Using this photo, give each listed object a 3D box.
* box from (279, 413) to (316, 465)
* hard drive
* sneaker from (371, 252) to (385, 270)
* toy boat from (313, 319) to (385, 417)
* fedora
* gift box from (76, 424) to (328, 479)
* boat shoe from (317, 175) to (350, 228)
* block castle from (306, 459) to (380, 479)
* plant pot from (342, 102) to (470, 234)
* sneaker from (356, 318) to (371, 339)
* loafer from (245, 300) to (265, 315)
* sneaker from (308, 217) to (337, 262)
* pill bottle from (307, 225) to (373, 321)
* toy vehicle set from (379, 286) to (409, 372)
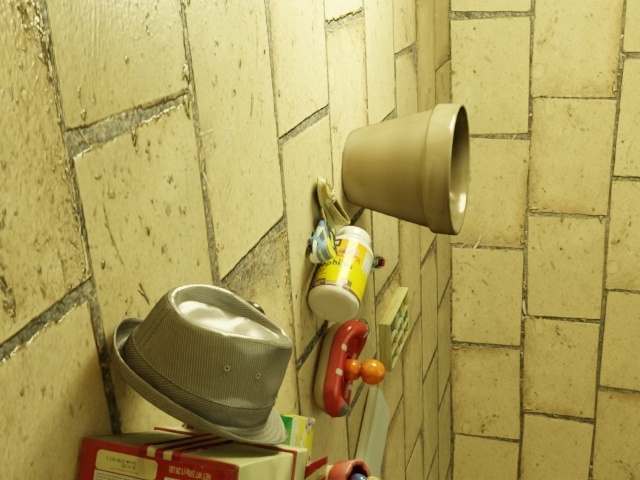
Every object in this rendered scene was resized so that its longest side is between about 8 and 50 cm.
[{"bbox_3d":[-0.052,0.422,1.744,0.179,0.043,0.105,38,57,-66],"label":"box"},{"bbox_3d":[0.145,0.608,2.402,0.203,0.040,0.307,69,29,-52],"label":"hard drive"},{"bbox_3d":[0.141,0.065,2.222,0.161,0.075,0.057,27,68,-71],"label":"sneaker"},{"bbox_3d":[0.078,0.302,1.948,0.151,0.151,0.231,62,36,-60],"label":"toy boat"},{"bbox_3d":[-0.130,0.145,1.081,0.275,0.243,0.124,26,103,-34],"label":"fedora"},{"bbox_3d":[-0.150,0.354,1.078,0.258,0.255,0.276,29,72,-69],"label":"gift box"},{"bbox_3d":[0.027,-0.087,1.859,0.056,0.048,0.153,-87,163,-46],"label":"boat shoe"},{"bbox_3d":[0.043,0.689,1.615,0.303,0.213,0.453,47,49,-34],"label":"block castle"},{"bbox_3d":[0.212,-0.182,2.063,0.323,0.281,0.323,4,90,-73],"label":"plant pot"},{"bbox_3d":[0.096,0.245,2.160,0.135,0.052,0.058,-66,149,-49],"label":"sneaker"},{"bbox_3d":[-0.132,0.215,1.416,0.078,0.080,0.220,-32,119,-57],"label":"loafer"},{"bbox_3d":[0.000,0.000,1.821,0.053,0.059,0.144,55,16,-25],"label":"sneaker"},{"bbox_3d":[0.052,0.071,1.875,0.117,0.117,0.215,76,24,-44],"label":"pill bottle"},{"bbox_3d":[0.237,0.278,2.631,0.267,0.035,0.165,-52,141,-61],"label":"toy vehicle set"}]
